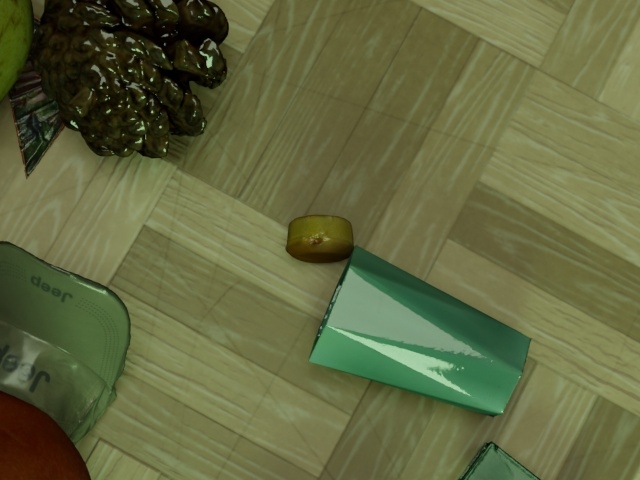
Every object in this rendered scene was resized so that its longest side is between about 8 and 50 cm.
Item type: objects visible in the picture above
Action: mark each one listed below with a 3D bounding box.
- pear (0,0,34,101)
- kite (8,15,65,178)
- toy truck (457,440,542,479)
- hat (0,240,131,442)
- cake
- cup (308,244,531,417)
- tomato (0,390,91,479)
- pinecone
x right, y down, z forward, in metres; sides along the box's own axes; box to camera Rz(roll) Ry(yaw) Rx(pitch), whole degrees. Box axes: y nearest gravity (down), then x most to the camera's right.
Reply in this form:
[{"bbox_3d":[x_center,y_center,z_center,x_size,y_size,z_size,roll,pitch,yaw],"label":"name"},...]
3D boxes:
[{"bbox_3d":[-0.470,-0.250,1.730,0.283,0.283,0.284,1,78,-3],"label":"pear"},{"bbox_3d":[-0.353,-0.195,1.867,0.183,0.014,0.241,-7,80,-4],"label":"kite"},{"bbox_3d":[0.234,0.303,1.767,0.147,0.079,0.065,39,78,2],"label":"toy truck"},{"bbox_3d":[-0.339,0.131,1.711,0.214,0.245,0.149,23,57,3],"label":"hat"},{"bbox_3d":[0.000,0.000,1.813,0.084,0.084,0.044,1,74,-3],"label":"cake"},{"bbox_3d":[0.117,0.121,1.777,0.235,0.148,0.134,25,51,-2],"label":"cup"},{"bbox_3d":[-0.404,0.328,1.621,0.341,0.273,0.341,-14,58,23],"label":"tomato"},{"bbox_3d":[-0.220,-0.231,1.772,0.243,0.243,0.257,6,57,-2],"label":"pinecone"}]
